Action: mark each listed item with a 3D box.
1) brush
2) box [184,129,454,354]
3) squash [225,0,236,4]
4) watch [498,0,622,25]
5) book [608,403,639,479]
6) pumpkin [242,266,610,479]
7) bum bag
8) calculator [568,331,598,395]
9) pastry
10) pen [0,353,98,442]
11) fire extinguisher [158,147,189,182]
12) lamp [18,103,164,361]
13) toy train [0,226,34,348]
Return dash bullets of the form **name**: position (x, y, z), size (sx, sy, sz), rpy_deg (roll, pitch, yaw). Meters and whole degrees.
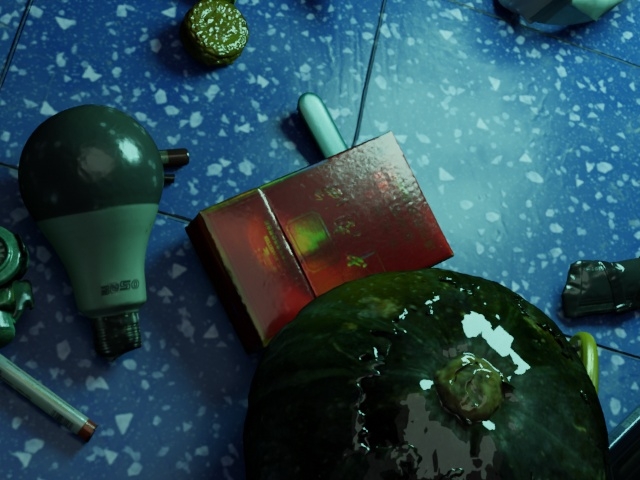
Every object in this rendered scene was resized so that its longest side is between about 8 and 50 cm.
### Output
- **brush**: position (0.018, -0.124, 1.726), size (0.043, 0.032, 0.193), rpy_deg (-29, 92, -28)
- **box**: position (0.001, 0.000, 1.622), size (0.313, 0.089, 0.197), rpy_deg (-25, 87, -24)
- **squash**: position (-0.196, -0.417, 1.751), size (0.201, 0.066, 0.066), rpy_deg (41, 63, 1)
- **watch**: position (0.416, -0.459, 1.932), size (0.241, 0.161, 0.253), rpy_deg (11, 68, -27)
- **book**: position (0.456, 0.288, 1.629), size (0.269, 0.191, 0.025), rpy_deg (-36, 38, -26)
- **pumpkin**: position (0.129, 0.241, 1.436), size (0.454, 0.344, 0.454), rpy_deg (9, 62, -18)
- **bum bag**: position (0.438, 0.067, 1.771), size (0.197, 0.049, 0.087), rpy_deg (-5, 95, -20)
- **calculator**: position (0.337, 0.236, 1.613), size (0.032, 0.146, 0.235), rpy_deg (13, 66, -4)
- **pastry**: position (-0.152, -0.299, 1.723), size (0.097, 0.057, 0.109), rpy_deg (22, 65, -10)
- **pen**: position (-0.376, 0.169, 1.480), size (0.239, 0.028, 0.028), rpy_deg (37, 63, -1)
- **fire extinguisher**: position (-0.229, -0.100, 1.640), size (0.100, 0.032, 0.046), rpy_deg (-7, 105, -20)
- **lamp**: position (-0.262, -0.021, 1.525), size (0.182, 0.182, 0.314), rpy_deg (-26, 93, -25)
- **toy train**: position (-0.492, -0.017, 1.446), size (0.237, 0.150, 0.369), rpy_deg (-16, 64, -16)
